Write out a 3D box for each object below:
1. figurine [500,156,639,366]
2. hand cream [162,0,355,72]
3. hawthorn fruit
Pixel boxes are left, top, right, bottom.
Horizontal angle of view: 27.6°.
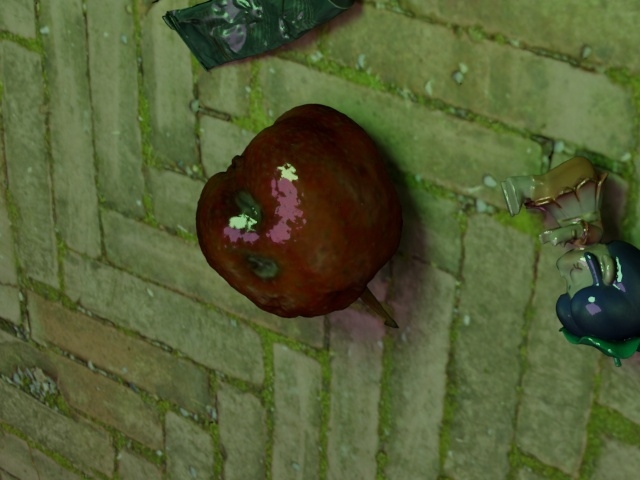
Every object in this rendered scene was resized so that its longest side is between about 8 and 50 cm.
[{"bbox_3d":[0.242,0.018,1.153,0.102,0.111,0.195,-22,90,3],"label":"figurine"},{"bbox_3d":[-0.059,-0.229,1.318,0.248,0.052,0.075,-12,101,41],"label":"hand cream"},{"bbox_3d":[0.000,0.000,1.291,0.243,0.207,0.207,49,132,-7],"label":"hawthorn fruit"}]
